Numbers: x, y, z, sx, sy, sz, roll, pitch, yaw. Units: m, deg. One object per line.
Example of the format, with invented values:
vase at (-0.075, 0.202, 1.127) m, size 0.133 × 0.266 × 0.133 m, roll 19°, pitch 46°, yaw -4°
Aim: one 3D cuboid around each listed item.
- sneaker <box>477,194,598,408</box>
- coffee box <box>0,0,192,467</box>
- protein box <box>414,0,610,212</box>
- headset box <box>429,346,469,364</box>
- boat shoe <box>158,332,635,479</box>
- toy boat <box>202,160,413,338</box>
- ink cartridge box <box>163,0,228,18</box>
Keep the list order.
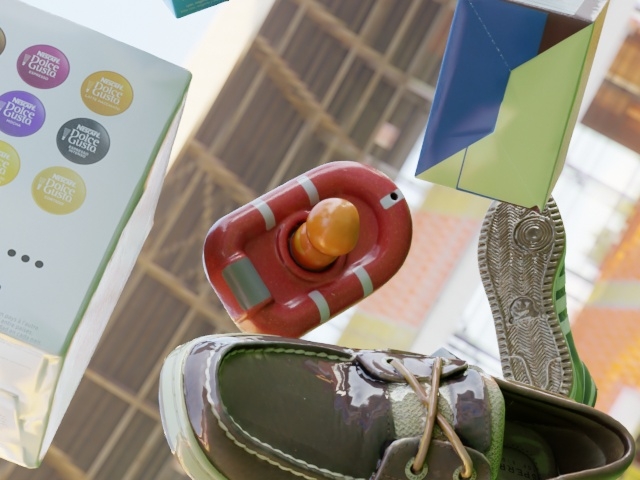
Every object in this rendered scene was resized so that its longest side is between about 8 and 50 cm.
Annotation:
sneaker at (0.244, 0.086, 1.957) m, size 0.153 × 0.099 × 0.282 m, roll 53°, pitch -150°, yaw -58°
coffee box at (-0.358, -0.025, 1.760) m, size 0.338 × 0.337 × 0.334 m, roll 114°, pitch 178°, yaw -62°
protein box at (0.199, -0.159, 1.797) m, size 0.201 × 0.136 × 0.200 m, roll -47°, pitch -28°, yaw -70°
headset box at (0.142, 0.283, 2.006) m, size 0.246 × 0.283 × 0.131 m, roll -35°, pitch -41°, yaw -28°
boat shoe at (0.060, 0.111, 1.059) m, size 0.342 × 0.123 × 0.123 m, roll 21°, pitch -40°, yaw -38°
toy boat at (0.000, 0.000, 1.827) m, size 0.231 × 0.151 × 0.151 m, roll -30°, pitch -4°, yaw -29°
ink cartridge box at (-0.148, -0.324, 1.722) m, size 0.061 × 0.104 × 0.181 m, roll -21°, pitch -53°, yaw -12°
